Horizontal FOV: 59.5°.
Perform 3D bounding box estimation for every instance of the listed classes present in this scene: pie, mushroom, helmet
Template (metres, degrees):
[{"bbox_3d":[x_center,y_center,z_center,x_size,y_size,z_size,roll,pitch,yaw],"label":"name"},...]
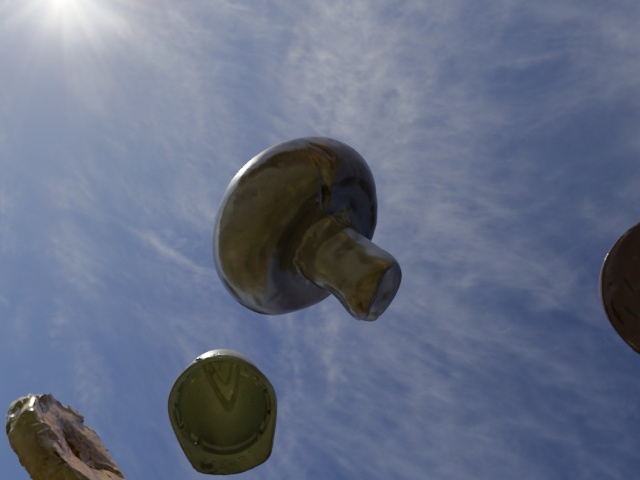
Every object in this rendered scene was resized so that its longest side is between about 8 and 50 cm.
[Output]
[{"bbox_3d":[-0.495,0.439,1.121,0.083,0.339,0.339,-37,-109,-14],"label":"pie"},{"bbox_3d":[0.000,0.000,0.691,0.243,0.243,0.244,2,-86,29],"label":"mushroom"},{"bbox_3d":[-0.189,0.312,1.108,0.203,0.137,0.258,-6,-72,-6],"label":"helmet"}]

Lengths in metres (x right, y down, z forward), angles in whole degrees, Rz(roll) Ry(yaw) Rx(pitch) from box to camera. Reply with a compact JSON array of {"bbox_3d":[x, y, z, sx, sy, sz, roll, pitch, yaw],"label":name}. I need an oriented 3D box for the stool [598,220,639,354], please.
[{"bbox_3d":[0.640,0.098,0.977,0.271,0.178,0.272,-11,-112,28],"label":"stool"}]
